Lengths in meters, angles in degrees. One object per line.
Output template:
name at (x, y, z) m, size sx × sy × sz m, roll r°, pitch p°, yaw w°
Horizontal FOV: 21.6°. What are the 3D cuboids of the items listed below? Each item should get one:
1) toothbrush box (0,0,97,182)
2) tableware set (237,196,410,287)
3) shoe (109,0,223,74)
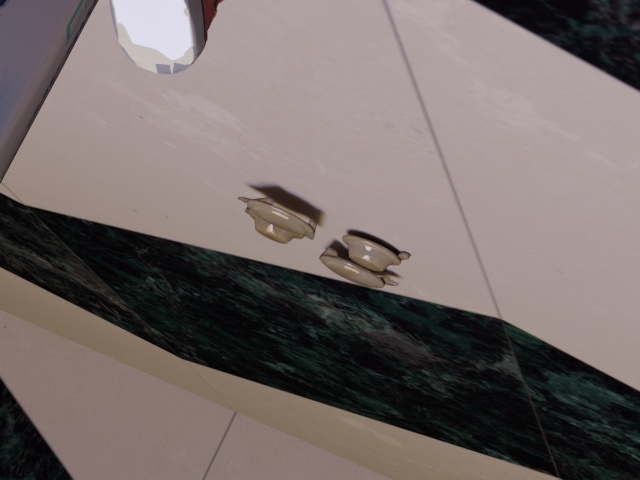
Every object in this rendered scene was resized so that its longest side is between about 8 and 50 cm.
toothbrush box at (-0.289, -0.162, 0.981) m, size 0.295 × 0.216 × 0.126 m, roll 28°, pitch 167°, yaw -6°
tableware set at (0.000, 0.000, 1.485) m, size 0.168 × 0.020 × 0.141 m, roll 27°, pitch 169°, yaw -9°
shoe at (-0.078, -0.178, 0.865) m, size 0.063 × 0.081 × 0.178 m, roll 10°, pitch 133°, yaw 14°
